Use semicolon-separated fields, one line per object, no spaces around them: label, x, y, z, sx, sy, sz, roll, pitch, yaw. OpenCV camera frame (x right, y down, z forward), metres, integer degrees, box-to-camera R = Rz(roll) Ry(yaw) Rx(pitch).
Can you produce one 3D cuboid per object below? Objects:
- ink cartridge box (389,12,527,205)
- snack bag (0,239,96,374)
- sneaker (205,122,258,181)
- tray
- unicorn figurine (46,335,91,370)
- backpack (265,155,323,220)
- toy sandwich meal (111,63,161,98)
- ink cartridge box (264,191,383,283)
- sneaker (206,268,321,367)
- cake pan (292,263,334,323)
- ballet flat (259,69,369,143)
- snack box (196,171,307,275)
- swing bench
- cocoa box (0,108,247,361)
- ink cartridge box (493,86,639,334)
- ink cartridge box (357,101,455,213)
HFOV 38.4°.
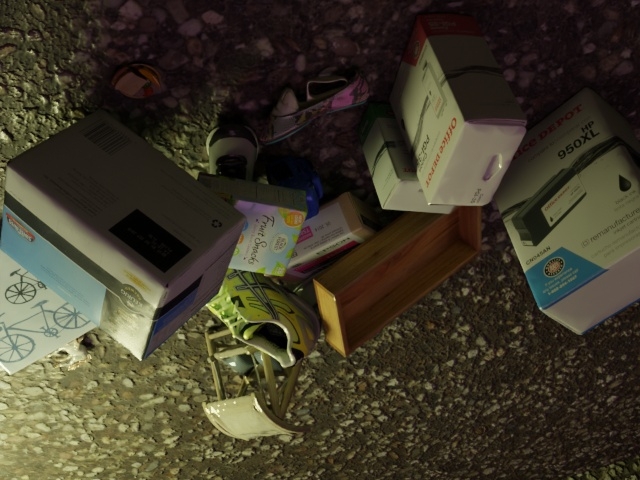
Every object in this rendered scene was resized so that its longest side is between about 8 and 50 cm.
ink cartridge box;0.231;-0.228;1.606;0.117;0.283;0.207;-1;140;-17
snack bag;-0.621;0.120;1.918;0.323;0.037;0.342;-29;136;4
sneaker;-0.168;-0.115;1.761;0.100;0.108;0.271;-3;139;-12
tray;0.172;0.049;1.938;0.411;0.076;0.202;-36;140;-23
unicorn figurine;-0.580;0.248;2.123;0.111;0.060;0.162;-19;158;4
backpack;-0.046;-0.099;1.806;0.101;0.120;0.098;-25;142;-2
toy sandwich meal;-0.315;-0.271;1.581;0.086;0.029;0.085;-9;142;-7
ink cartridge box;0.000;0.000;1.920;0.235;0.088;0.193;-26;165;15
sneaker;-0.166;0.121;1.925;0.385;0.147;0.145;33;116;-7
cake pan;0.071;0.113;2.090;0.293;0.054;0.293;-19;159;-8
ballet flat;-0.020;-0.253;1.675;0.222;0.077;0.079;-23;123;3
snack box;-0.146;-0.028;1.728;0.207;0.070;0.174;8;131;-15
swing bench;-0.150;0.326;2.128;0.165;0.254;0.253;14;158;-31
cocoa box;-0.348;-0.011;1.597;0.231;0.347;0.228;-44;166;-43
ink cartridge box;0.523;-0.062;1.820;0.285;0.394;0.166;-38;134;27
ink cartridge box;0.171;-0.156;1.736;0.153;0.208;0.086;4;138;-22
